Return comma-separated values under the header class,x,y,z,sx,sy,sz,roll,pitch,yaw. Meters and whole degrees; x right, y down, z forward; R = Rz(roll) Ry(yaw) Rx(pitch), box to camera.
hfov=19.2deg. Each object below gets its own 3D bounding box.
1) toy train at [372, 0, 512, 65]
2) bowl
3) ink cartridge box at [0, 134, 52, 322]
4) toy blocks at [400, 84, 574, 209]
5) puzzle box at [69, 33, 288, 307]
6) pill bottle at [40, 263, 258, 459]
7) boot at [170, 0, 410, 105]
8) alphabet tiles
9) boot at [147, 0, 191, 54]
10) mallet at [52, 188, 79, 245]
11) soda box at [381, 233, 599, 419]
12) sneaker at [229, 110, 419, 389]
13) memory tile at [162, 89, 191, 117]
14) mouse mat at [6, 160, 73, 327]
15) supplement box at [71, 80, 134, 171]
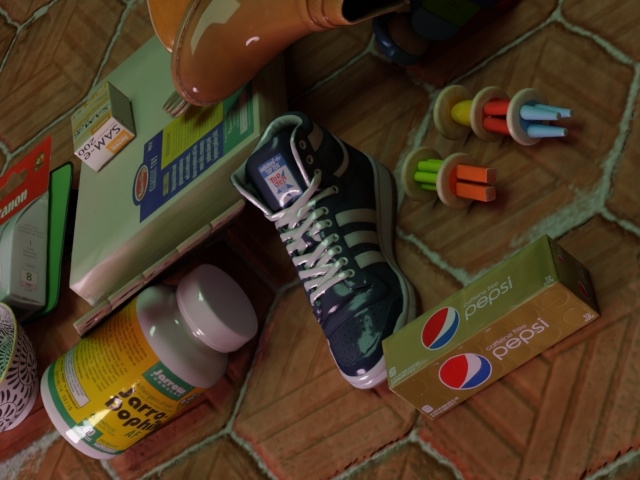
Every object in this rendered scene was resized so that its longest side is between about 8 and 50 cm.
class,x,y,z,sx,sy,sz,roll,pitch,yaw
toy train,0.112,-0.300,1.922,0.143,0.105,0.248,-44,33,36
bowl,-0.364,0.159,2.085,0.170,0.080,0.170,-29,42,30
ink cartridge box,-0.388,0.006,2.217,0.189,0.066,0.232,-33,52,42
toy blocks,0.154,-0.083,1.714,0.148,0.054,0.123,9,67,52
puzzle box,-0.152,-0.125,2.055,0.272,0.052,0.409,-37,29,21
pill bottle,-0.165,0.116,1.859,0.208,0.117,0.118,-37,38,21
boot,-0.011,-0.222,1.823,0.283,0.109,0.220,-42,29,-5
alphabet tiles,-0.161,0.033,1.877,0.198,0.009,0.237,-37,-1,-8
boot,-0.101,-0.332,1.952,0.211,0.104,0.295,-163,78,-67
mallet,-0.338,-0.013,2.246,0.189,0.039,0.062,-16,52,46
soda box,0.141,0.074,1.587,0.181,0.061,0.058,-35,38,24
sneaker,0.000,0.000,1.734,0.099,0.153,0.282,-35,39,26
memory tile,-0.111,-0.188,1.978,0.148,0.012,0.113,-51,13,-3
mouse mat,-0.334,0.013,2.191,0.152,0.007,0.190,-24,54,47
supplement box,-0.241,-0.127,2.091,0.062,0.036,0.098,-43,27,13
